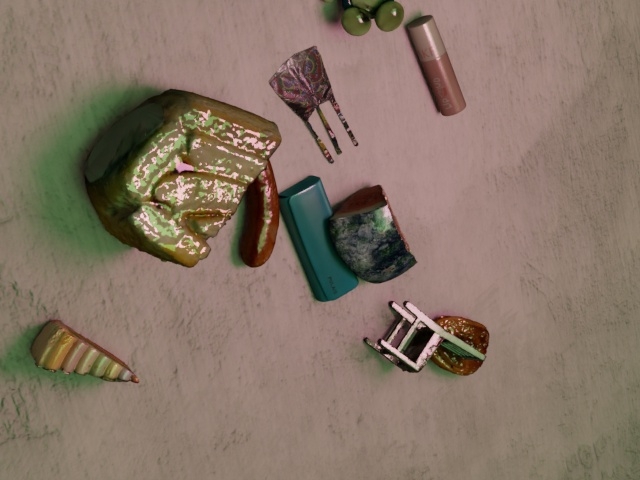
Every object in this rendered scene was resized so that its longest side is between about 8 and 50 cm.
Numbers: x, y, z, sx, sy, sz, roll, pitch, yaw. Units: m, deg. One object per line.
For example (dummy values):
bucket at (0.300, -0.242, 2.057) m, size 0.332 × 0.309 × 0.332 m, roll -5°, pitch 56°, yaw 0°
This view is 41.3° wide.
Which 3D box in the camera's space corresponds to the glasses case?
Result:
glasses case at (-0.001, 0.001, 2.070) m, size 0.117 × 0.070 × 0.301 m, roll -33°, pitch 118°, yaw -23°

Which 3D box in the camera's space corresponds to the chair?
chair at (0.270, 0.286, 2.218) m, size 0.270 × 0.136 × 0.147 m, roll 37°, pitch 78°, yaw -10°

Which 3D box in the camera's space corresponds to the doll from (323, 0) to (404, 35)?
doll at (0.091, -0.637, 1.914) m, size 0.199 × 0.186 × 0.321 m, roll -5°, pitch 126°, yaw -1°

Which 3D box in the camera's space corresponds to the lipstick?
lipstick at (0.297, -0.442, 2.159) m, size 0.070 × 0.070 × 0.254 m, roll -38°, pitch 119°, yaw -21°

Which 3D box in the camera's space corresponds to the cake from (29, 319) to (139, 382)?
cake at (-0.482, 0.235, 1.781) m, size 0.225 × 0.109 × 0.090 m, roll 20°, pitch 90°, yaw -34°

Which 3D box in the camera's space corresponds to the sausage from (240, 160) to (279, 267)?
sausage at (-0.144, -0.086, 1.949) m, size 0.103 × 0.076 × 0.302 m, roll -11°, pitch 106°, yaw -23°

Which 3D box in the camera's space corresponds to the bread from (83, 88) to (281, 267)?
bread at (-0.293, -0.168, 1.733) m, size 0.264 × 0.239 × 0.395 m, roll 42°, pitch 75°, yaw -33°

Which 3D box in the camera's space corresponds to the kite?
kite at (-0.001, -0.314, 2.025) m, size 0.152 × 0.015 × 0.285 m, roll -43°, pitch 120°, yaw -18°

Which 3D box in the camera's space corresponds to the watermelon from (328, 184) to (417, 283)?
watermelon at (0.158, -0.022, 2.109) m, size 0.318 × 0.148 × 0.226 m, roll 33°, pitch 48°, yaw -50°

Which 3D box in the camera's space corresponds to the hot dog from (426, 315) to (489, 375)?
hot dog at (0.391, 0.292, 2.379) m, size 0.227 × 0.099 × 0.160 m, roll 13°, pitch 94°, yaw -38°
